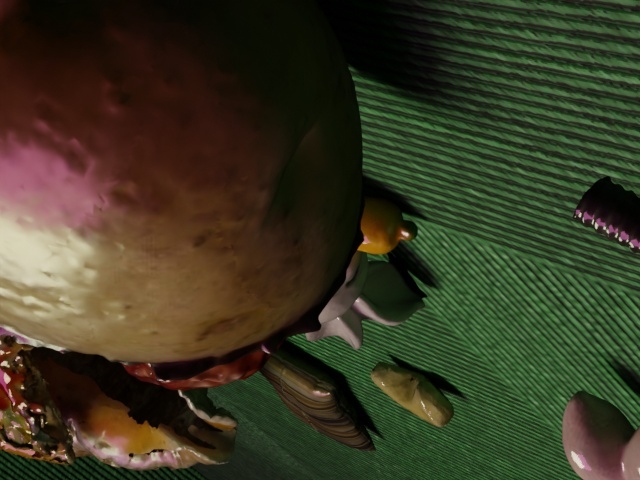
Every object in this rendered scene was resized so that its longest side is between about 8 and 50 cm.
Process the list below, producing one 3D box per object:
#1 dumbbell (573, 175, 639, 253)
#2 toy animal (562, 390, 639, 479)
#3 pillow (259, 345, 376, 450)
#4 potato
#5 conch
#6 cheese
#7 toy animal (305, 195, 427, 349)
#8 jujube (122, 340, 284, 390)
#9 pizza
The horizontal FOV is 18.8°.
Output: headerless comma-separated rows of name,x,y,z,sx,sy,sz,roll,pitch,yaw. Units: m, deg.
dumbbell,0.209,0.043,0.724,0.254,0.081,0.081,30,167,18
toy animal,0.206,0.178,1.171,0.124,0.124,0.212,22,165,49
pillow,-0.011,0.149,1.849,0.113,0.038,0.203,30,168,23
potato,-0.105,-0.074,0.869,0.285,0.242,0.242,38,169,10
conch,-0.217,0.084,1.824,0.352,0.210,0.297,6,147,24
cheese,0.072,0.117,1.514,0.044,0.030,0.083,36,176,-32
toy animal,0.000,0.000,1.181,0.181,0.131,0.127,46,-162,-14
jujube,-0.090,0.025,1.337,0.155,0.155,0.230,37,177,-4
pizza,-0.313,0.117,1.737,0.201,0.053,0.193,23,136,19
